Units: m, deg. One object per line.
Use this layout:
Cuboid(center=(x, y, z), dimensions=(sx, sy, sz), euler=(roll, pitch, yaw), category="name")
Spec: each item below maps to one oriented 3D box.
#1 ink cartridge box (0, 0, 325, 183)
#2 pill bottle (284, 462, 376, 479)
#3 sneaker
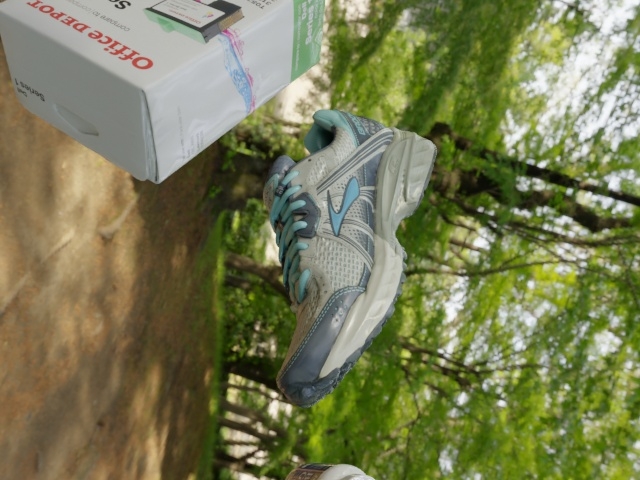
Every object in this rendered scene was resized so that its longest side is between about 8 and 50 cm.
Cuboid(center=(-0.155, -0.213, 0.706), dimensions=(0.278, 0.201, 0.117), euler=(-46, 157, -36), category="ink cartridge box")
Cuboid(center=(0.018, 0.363, 0.941), dimensions=(0.169, 0.094, 0.094), euler=(-31, -146, 59), category="pill bottle")
Cuboid(center=(0.000, 0.000, 0.536), dimensions=(0.110, 0.122, 0.282), euler=(-57, -171, 47), category="sneaker")
